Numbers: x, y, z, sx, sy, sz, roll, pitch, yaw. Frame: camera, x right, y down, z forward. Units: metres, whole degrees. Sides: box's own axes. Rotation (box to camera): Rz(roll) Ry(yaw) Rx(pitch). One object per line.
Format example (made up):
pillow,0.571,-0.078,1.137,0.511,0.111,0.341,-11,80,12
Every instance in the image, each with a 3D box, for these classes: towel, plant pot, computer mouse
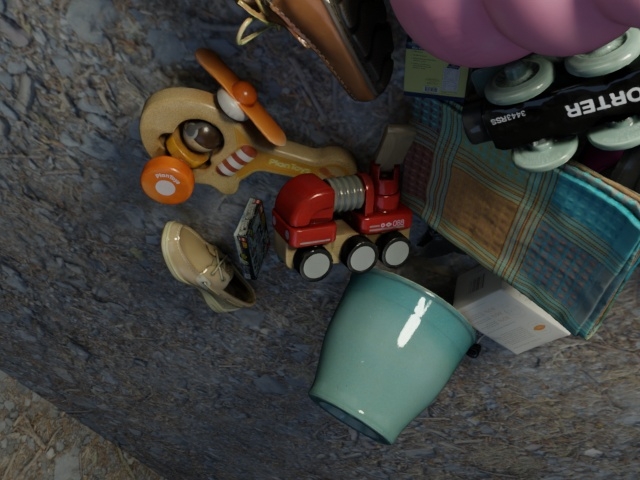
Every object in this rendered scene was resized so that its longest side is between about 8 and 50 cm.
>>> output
towel,0.260,-0.041,0.895,0.370,0.040,0.271,39,151,28
plant pot,0.116,0.233,1.206,0.271,0.255,0.271,28,161,11
computer mouse,0.309,0.183,1.314,0.106,0.042,0.193,21,149,4

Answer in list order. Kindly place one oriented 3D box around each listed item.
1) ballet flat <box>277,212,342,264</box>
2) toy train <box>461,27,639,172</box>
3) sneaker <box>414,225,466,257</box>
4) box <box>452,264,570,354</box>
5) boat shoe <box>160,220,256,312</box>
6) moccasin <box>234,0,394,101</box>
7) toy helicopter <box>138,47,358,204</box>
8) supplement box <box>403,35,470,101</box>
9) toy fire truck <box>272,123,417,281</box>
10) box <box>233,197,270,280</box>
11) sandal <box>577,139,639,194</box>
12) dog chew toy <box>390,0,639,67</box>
ballet flat,0.000,0.000,1.189,0.079,0.077,0.221,15,152,-28
toy train,0.321,-0.196,0.699,0.334,0.190,0.142,-12,130,32
sneaker,0.224,-0.019,1.079,0.089,0.051,0.170,12,147,-1
box,0.351,0.118,1.169,0.170,0.091,0.130,32,141,-18
boat shoe,-0.226,0.057,1.321,0.098,0.109,0.302,-5,144,19
moccasin,-0.050,-0.313,0.742,0.147,0.139,0.380,-20,129,41
toy helicopter,-0.105,-0.158,1.007,0.355,0.140,0.235,13,135,-11
supplement box,0.154,-0.235,0.828,0.083,0.056,0.083,9,143,11
toy fire truck,0.048,-0.071,0.969,0.217,0.158,0.246,-8,117,-22
box,-0.128,-0.001,1.211,0.027,0.094,0.137,9,143,11
sandal,0.385,-0.072,0.841,0.107,0.167,0.446,17,145,-18
dog chew toy,0.206,-0.255,0.566,0.206,0.206,0.332,48,169,-34
